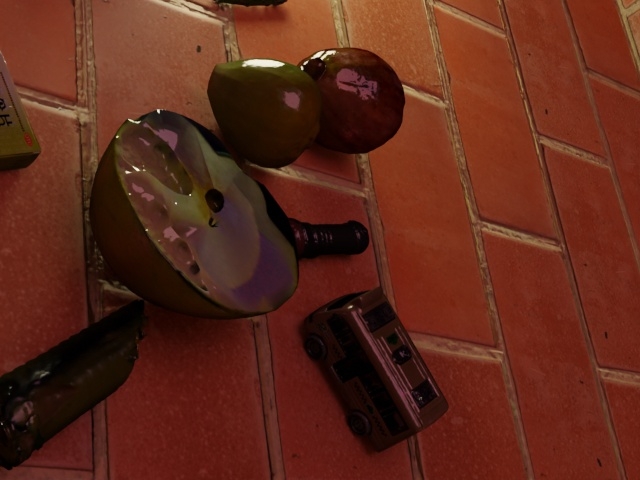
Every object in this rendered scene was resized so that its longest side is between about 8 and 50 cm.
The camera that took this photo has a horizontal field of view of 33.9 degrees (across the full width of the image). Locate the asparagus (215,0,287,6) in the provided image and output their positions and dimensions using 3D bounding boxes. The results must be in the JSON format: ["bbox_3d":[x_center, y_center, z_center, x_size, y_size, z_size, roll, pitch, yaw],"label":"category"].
[{"bbox_3d":[-0.145,-0.526,2.284,0.236,0.027,0.034,-12,85,-46],"label":"asparagus"}]

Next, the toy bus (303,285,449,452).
[{"bbox_3d":[0.103,0.230,1.942,0.139,0.157,0.290,-23,82,-48],"label":"toy bus"}]

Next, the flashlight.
[{"bbox_3d":[0.000,0.000,2.053,0.232,0.093,0.093,1,65,-49],"label":"flashlight"}]

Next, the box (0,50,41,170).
[{"bbox_3d":[-0.577,-0.232,1.674,0.175,0.062,0.261,-13,74,-46],"label":"box"}]

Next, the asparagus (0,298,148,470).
[{"bbox_3d":[-0.360,0.198,1.568,0.382,0.128,0.108,-35,125,-49],"label":"asparagus"}]

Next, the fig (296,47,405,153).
[{"bbox_3d":[0.049,-0.300,2.194,0.263,0.224,0.224,12,57,-24],"label":"fig"}]

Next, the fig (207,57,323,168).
[{"bbox_3d":[-0.105,-0.255,2.039,0.230,0.207,0.207,35,34,27],"label":"fig"}]

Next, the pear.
[{"bbox_3d":[-0.235,-0.012,1.759,0.399,0.165,0.399,37,33,-29],"label":"pear"}]
